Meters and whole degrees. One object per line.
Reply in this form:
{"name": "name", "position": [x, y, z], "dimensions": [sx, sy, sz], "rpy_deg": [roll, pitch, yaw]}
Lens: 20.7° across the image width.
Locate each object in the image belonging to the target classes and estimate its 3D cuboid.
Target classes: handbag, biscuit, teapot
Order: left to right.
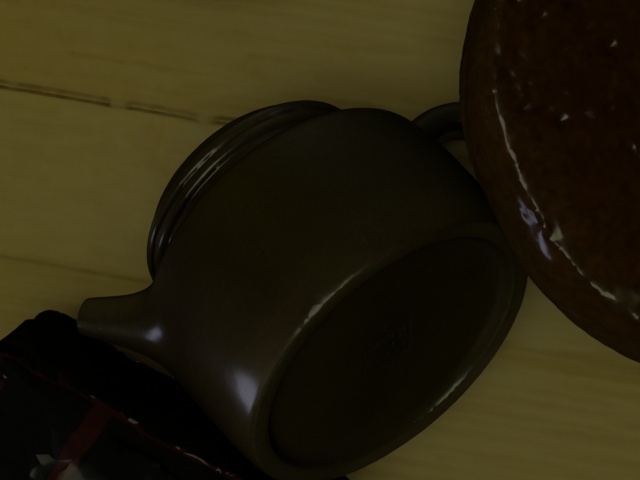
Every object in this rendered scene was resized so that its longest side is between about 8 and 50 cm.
{"name": "handbag", "position": [-0.112, 0.161, 0.955], "dimensions": [0.215, 0.155, 0.169], "rpy_deg": [29, 104, 2]}
{"name": "teapot", "position": [0.000, 0.000, 0.930], "dimensions": [0.267, 0.186, 0.175], "rpy_deg": [-29, 58, -21]}
{"name": "biscuit", "position": [0.231, -0.113, 0.889], "dimensions": [0.367, 0.063, 0.314], "rpy_deg": [-32, 89, -14]}
